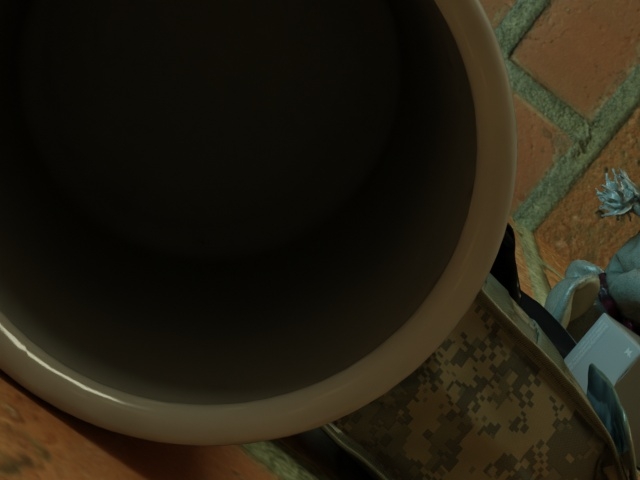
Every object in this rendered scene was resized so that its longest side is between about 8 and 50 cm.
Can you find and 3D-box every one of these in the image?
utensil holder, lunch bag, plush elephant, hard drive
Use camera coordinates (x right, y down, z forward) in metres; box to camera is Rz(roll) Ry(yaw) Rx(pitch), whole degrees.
[{"bbox_3d":[-0.068,-0.088,1.079,0.327,0.327,0.385,37,9,-10],"label":"utensil holder"},{"bbox_3d":[0.131,0.142,1.243,0.287,0.169,0.235,46,6,-3],"label":"lunch bag"},{"bbox_3d":[0.428,0.102,2.380,0.330,0.255,0.272,48,20,6],"label":"plush elephant"},{"bbox_3d":[0.252,0.106,2.191,0.172,0.054,0.254,35,10,-21],"label":"hard drive"}]

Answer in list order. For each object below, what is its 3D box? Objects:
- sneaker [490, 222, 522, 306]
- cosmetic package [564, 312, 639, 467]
[{"bbox_3d":[0.160,-0.034,1.962,0.293,0.102,0.146,65,-12,-12],"label":"sneaker"},{"bbox_3d":[0.396,0.202,2.072,0.238,0.127,0.107,35,10,-32],"label":"cosmetic package"}]
